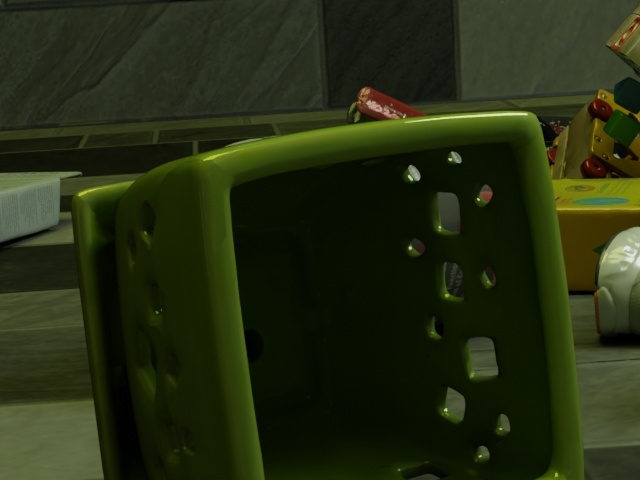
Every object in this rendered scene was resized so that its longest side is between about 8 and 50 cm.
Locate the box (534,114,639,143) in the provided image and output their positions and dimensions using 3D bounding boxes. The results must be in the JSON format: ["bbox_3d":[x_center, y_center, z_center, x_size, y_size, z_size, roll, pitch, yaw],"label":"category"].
[{"bbox_3d":[0.390,-0.127,2.537,0.159,0.044,0.233,9,-1,-38],"label":"box"}]

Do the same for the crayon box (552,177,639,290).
[{"bbox_3d":[0.319,-0.008,1.801,0.318,0.081,0.202,0,10,17],"label":"crayon box"}]

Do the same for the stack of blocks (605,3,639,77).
[{"bbox_3d":[0.430,-0.131,1.959,0.297,0.087,0.171,39,6,-7],"label":"stack of blocks"}]

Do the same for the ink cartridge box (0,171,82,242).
[{"bbox_3d":[-0.490,-0.031,2.301,0.324,0.071,0.330,-1,6,18],"label":"ink cartridge box"}]

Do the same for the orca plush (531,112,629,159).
[{"bbox_3d":[0.247,-0.109,2.404,0.287,0.102,0.151,-1,9,14],"label":"orca plush"}]

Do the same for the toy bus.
[{"bbox_3d":[0.298,-0.059,2.041,0.104,0.202,0.191,29,-2,-12],"label":"toy bus"}]

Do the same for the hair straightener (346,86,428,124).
[{"bbox_3d":[0.140,-0.126,2.486,0.230,0.047,0.089,19,-27,-12],"label":"hair straightener"}]

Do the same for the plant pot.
[{"bbox_3d":[-0.010,0.054,1.092,0.227,0.228,0.207,-9,3,-34],"label":"plant pot"}]

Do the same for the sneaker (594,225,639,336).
[{"bbox_3d":[0.320,0.002,1.587,0.121,0.099,0.262,15,44,24],"label":"sneaker"}]

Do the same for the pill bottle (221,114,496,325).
[{"bbox_3d":[0.000,0.000,1.554,0.318,0.176,0.176,-10,11,-38],"label":"pill bottle"}]
